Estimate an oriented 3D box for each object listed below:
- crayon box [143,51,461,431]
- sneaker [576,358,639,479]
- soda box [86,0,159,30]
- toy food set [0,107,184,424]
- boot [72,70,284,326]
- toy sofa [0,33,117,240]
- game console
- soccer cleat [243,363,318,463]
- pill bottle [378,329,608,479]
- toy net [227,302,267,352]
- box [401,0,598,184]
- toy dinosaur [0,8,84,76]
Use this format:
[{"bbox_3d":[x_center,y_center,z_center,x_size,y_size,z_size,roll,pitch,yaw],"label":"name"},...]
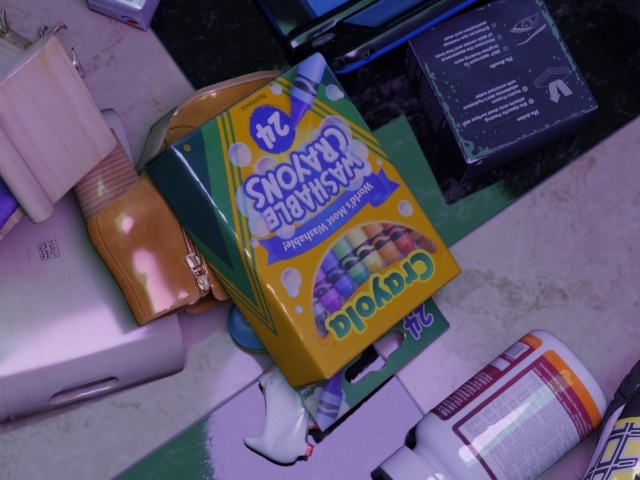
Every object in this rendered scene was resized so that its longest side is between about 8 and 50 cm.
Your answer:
[{"bbox_3d":[0.000,0.000,1.472,0.203,0.083,0.323,-37,96,-30],"label":"crayon box"},{"bbox_3d":[0.326,0.245,1.417,0.145,0.147,0.385,29,101,-13],"label":"sneaker"},{"bbox_3d":[-0.188,-0.348,1.628,0.074,0.069,0.216,21,77,3],"label":"soda box"},{"bbox_3d":[-0.287,0.021,1.543,0.219,0.092,0.306,-14,79,-17],"label":"toy food set"},{"bbox_3d":[-0.114,-0.043,1.529,0.295,0.104,0.211,-28,91,-34],"label":"boot"},{"bbox_3d":[-0.388,-0.145,1.441,0.362,0.150,0.177,29,64,39],"label":"toy sofa"},{"bbox_3d":[0.072,-0.326,1.587,0.293,0.250,0.173,-31,107,-8],"label":"game console"},{"bbox_3d":[-0.023,0.134,1.530,0.076,0.068,0.196,16,80,5],"label":"soccer cleat"},{"bbox_3d":[0.174,0.200,1.491,0.221,0.121,0.121,-37,81,-9],"label":"pill bottle"},{"bbox_3d":[-0.036,0.004,1.571,0.122,0.045,0.232,35,75,20],"label":"toy net"},{"bbox_3d":[0.190,-0.168,1.589,0.156,0.093,0.158,-23,78,-7],"label":"box"},{"bbox_3d":[-0.306,-0.180,1.592,0.092,0.053,0.183,-20,58,-4],"label":"toy dinosaur"}]
